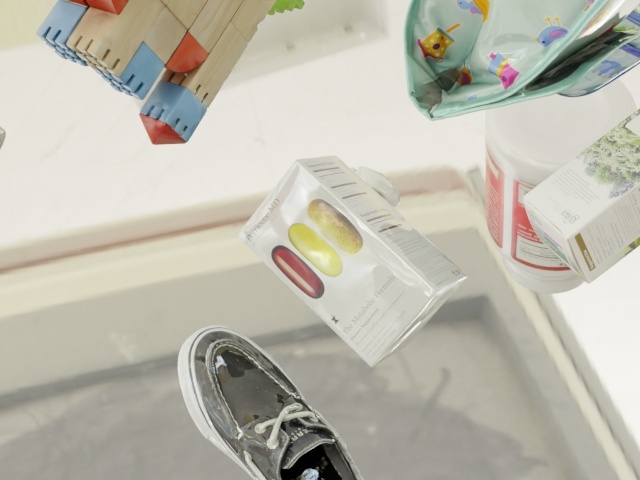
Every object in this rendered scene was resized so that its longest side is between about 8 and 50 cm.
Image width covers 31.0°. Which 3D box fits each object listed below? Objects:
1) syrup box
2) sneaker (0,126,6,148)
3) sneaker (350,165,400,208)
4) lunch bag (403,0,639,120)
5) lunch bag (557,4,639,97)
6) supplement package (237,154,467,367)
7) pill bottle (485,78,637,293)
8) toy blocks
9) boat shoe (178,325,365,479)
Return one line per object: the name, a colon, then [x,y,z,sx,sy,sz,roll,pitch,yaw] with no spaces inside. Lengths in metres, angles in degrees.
syrup box: [0.365,-0.068,1.351,0.237,0.093,0.096,-38,-47,-1]
sneaker: [-0.332,-0.063,0.937,0.235,0.095,0.090,-40,2,46]
sneaker: [0.000,0.000,1.699,0.110,0.118,0.292,34,-36,-10]
lunch bag: [0.193,-0.219,0.949,0.223,0.160,0.262,-36,-17,-51]
lunch bag: [0.299,-0.267,1.408,0.219,0.090,0.176,19,-35,-34]
supplement package: [0.041,0.021,1.478,0.139,0.244,0.134,-52,-14,20]
pill bottle: [0.384,-0.086,1.884,0.229,0.229,0.407,-15,-33,-2]
toy blocks: [-0.196,-0.280,1.277,0.261,0.191,0.381,-59,-35,-11]
boat shoe: [-0.031,0.203,1.131,0.108,0.301,0.102,-27,-12,-28]
